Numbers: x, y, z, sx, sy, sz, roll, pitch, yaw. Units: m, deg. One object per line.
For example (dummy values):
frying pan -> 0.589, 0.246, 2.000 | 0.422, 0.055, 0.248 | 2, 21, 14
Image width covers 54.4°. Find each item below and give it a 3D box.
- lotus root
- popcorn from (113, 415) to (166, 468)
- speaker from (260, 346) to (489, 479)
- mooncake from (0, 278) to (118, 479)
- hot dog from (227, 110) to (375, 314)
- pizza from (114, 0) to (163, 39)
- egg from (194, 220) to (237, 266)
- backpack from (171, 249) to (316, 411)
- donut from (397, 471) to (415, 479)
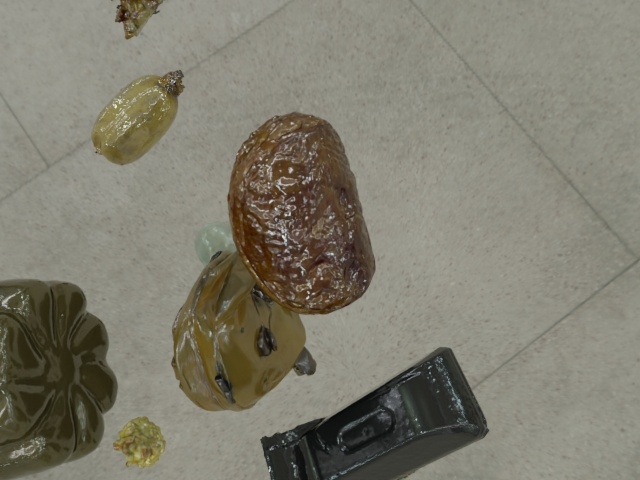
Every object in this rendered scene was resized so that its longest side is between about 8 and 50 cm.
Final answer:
lotus root -> -0.499, -0.352, 1.740 | 0.342, 0.151, 0.169 | -41, 74, 12
popcorn -> -0.295, 0.331, 1.017 | 0.083, 0.057, 0.082 | 1, 55, -17
speaker -> 0.095, 0.362, 1.174 | 0.388, 0.184, 0.180 | -38, 58, 26
mooncake -> -0.541, 0.249, 1.154 | 0.200, 0.378, 0.378 | -13, 77, 17
hot dog -> -0.033, -0.050, 1.193 | 0.267, 0.174, 0.388 | -26, 109, -27
pizza -> -0.376, -0.513, 1.294 | 0.154, 0.069, 0.194 | 10, 104, -31
egg -> -0.290, 0.036, 1.892 | 0.151, 0.151, 0.209 | -39, 114, -5
backpack -> -0.172, 0.209, 1.395 | 0.201, 0.353, 0.378 | -8, 33, 27
donut -> 0.157, 0.537, 1.549 | 0.216, 0.230, 0.096 | -27, 50, 5
